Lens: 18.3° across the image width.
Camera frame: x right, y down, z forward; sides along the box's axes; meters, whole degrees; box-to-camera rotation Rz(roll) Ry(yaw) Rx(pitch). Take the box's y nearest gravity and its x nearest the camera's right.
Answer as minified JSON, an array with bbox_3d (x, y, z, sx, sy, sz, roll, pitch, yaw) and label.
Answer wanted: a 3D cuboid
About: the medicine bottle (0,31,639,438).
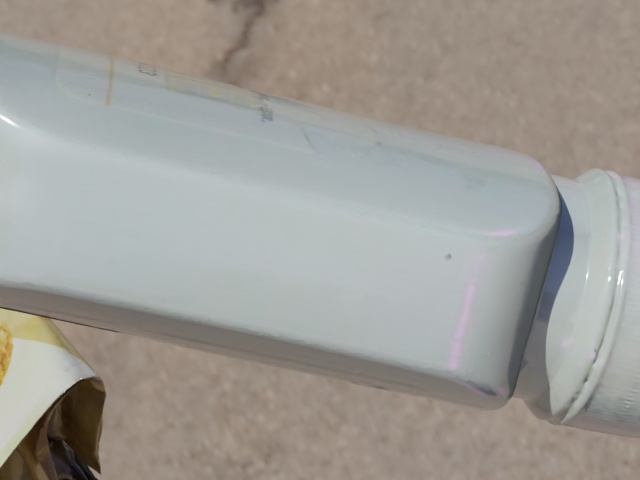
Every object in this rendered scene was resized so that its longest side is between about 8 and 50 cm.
[{"bbox_3d":[0.000,0.000,0.799,0.296,0.111,0.161,11,10,-10],"label":"medicine bottle"}]

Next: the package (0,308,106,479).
[{"bbox_3d":[-0.319,0.114,1.775,0.311,0.165,0.221,42,97,30],"label":"package"}]
